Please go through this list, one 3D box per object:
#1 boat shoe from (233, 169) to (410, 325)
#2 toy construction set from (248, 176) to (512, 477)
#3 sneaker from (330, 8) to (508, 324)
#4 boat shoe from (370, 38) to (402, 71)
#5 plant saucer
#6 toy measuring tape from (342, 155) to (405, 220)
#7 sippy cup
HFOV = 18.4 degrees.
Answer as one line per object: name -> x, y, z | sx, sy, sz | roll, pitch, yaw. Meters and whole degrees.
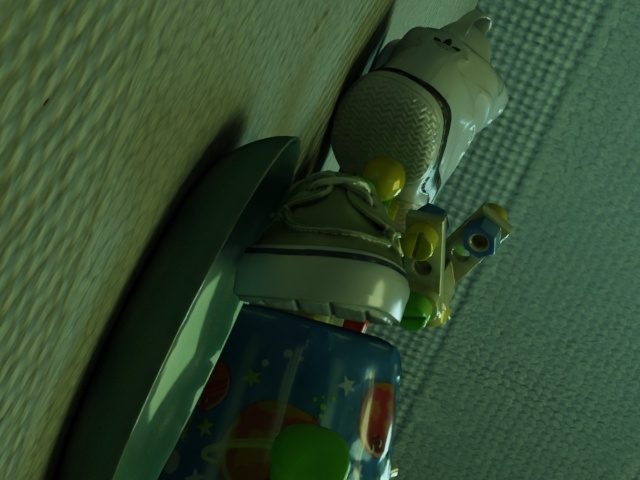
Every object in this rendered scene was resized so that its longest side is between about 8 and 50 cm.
boat shoe -> 0.000, 0.000, 1.302 | 0.302, 0.109, 0.094 | -166, -95, -85
toy construction set -> 0.030, 0.087, 1.799 | 0.151, 0.215, 0.328 | -49, 157, -68
sneaker -> 0.090, -0.075, 2.047 | 0.210, 0.137, 0.366 | -48, 163, -38
boat shoe -> 0.062, -0.152, 2.121 | 0.040, 0.049, 0.142 | 45, -57, 56
plant saucer -> -0.099, 0.068, 1.298 | 0.318, 0.043, 0.317 | -64, 176, -8
toy measuring tape -> -0.009, 0.035, 1.928 | 0.330, 0.121, 0.121 | -55, -178, 32
sippy cup -> -0.039, 0.171, 1.607 | 0.240, 0.305, 0.224 | 18, 86, -45
